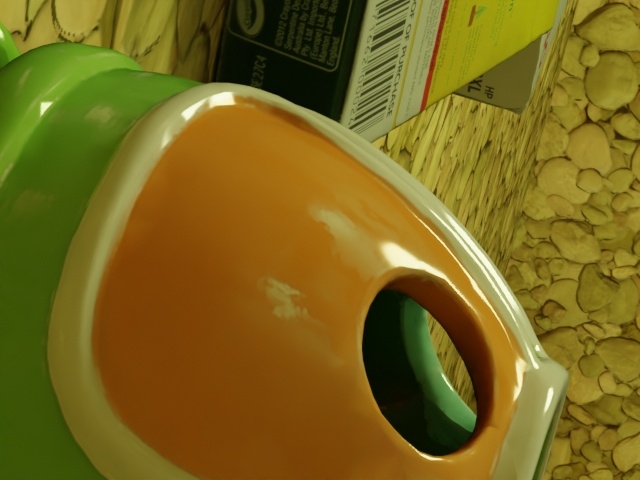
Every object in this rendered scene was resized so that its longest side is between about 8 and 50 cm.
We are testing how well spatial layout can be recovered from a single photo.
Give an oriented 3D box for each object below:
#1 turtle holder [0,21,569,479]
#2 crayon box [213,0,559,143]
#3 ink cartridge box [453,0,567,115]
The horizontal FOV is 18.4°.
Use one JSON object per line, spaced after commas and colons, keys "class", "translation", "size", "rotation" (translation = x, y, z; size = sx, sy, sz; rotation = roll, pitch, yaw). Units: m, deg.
{"class": "turtle holder", "translation": [-0.052, 0.100, 0.657], "size": [0.243, 0.227, 0.320], "rotation": [-54, 158, -65]}
{"class": "crayon box", "translation": [0.062, -0.180, 1.096], "size": [0.318, 0.081, 0.202], "rotation": [-33, 140, -56]}
{"class": "ink cartridge box", "translation": [0.139, -0.280, 1.396], "size": [0.223, 0.129, 0.307], "rotation": [96, 14, -50]}
